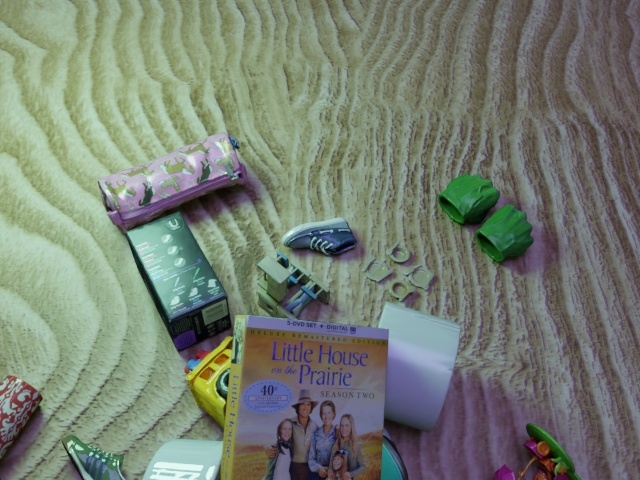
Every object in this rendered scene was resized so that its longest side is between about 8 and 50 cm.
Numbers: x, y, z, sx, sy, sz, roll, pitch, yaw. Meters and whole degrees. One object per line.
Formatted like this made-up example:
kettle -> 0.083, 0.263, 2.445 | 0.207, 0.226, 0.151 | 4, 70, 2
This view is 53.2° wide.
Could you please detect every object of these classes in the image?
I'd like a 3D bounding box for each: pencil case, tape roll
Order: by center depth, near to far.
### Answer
tape roll -> 0.187, 0.271, 1.384 | 0.169, 0.246, 0.246 | 16, 55, 7
pencil case -> -0.390, -0.155, 1.690 | 0.386, 0.167, 0.160 | -25, 93, -20

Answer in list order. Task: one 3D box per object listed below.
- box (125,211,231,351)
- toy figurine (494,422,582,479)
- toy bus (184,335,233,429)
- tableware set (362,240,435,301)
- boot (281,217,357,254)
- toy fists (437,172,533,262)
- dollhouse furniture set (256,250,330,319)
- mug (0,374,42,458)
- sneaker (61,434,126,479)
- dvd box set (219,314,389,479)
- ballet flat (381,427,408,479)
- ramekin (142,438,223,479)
box -> -0.334, 0.095, 1.509 | 0.143, 0.165, 0.270 | -24, 61, -20
toy figurine -> 0.443, 0.505, 1.343 | 0.159, 0.130, 0.173 | -37, 90, -12
toy bus -> -0.192, 0.288, 1.415 | 0.211, 0.149, 0.220 | 25, 53, 32
tableware set -> 0.203, 0.082, 1.655 | 0.141, 0.020, 0.168 | -36, 64, -26
boot -> 0.000, 0.000, 1.664 | 0.190, 0.069, 0.086 | -17, 55, -18
toy fists -> 0.455, -0.068, 1.740 | 0.142, 0.096, 0.279 | -34, 65, -14
dollhouse furniture set -> -0.060, 0.106, 1.514 | 0.129, 0.184, 0.129 | 37, 60, 20
mug -> -0.685, 0.366, 1.324 | 0.150, 0.113, 0.169 | 23, 53, 9
sneaker -> -0.446, 0.464, 1.307 | 0.086, 0.064, 0.192 | -29, 62, -31
dvd box set -> -0.024, 0.356, 1.155 | 0.307, 0.062, 0.420 | 10, 79, -28
ballet flat -> 0.088, 0.415, 1.360 | 0.280, 0.095, 0.096 | 36, 23, 25
ramekin -> -0.240, 0.501, 1.173 | 0.135, 0.277, 0.277 | 5, 54, 7
